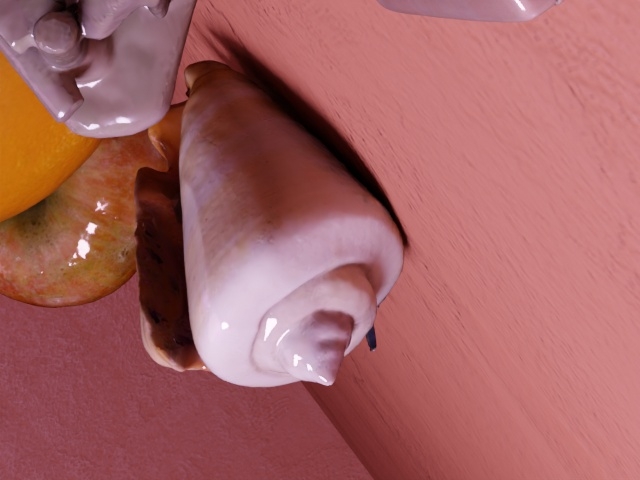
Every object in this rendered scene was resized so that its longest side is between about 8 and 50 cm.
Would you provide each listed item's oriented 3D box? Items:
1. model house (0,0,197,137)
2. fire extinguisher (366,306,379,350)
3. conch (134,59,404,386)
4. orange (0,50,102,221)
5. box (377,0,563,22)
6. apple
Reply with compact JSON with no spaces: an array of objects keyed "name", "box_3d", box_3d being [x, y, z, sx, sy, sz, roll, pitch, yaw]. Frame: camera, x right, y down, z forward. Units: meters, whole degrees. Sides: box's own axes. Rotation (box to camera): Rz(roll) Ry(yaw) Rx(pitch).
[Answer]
[{"name":"model house","box_3d":[-0.103,-0.156,0.522,0.229,0.122,0.188,56,171,-5]},{"name":"fire extinguisher","box_3d":[0.000,0.000,0.965,0.158,0.043,0.064,58,-158,-32]},{"name":"conch","box_3d":[-0.028,-0.007,0.844,0.127,0.158,0.255,16,-141,-25]},{"name":"orange","box_3d":[-0.327,-0.160,1.247,0.312,0.312,0.312,52,173,9]},{"name":"box","box_3d":[0.030,-0.084,0.393,0.048,0.025,0.115,54,173,-19]},{"name":"apple","box_3d":[-0.284,-0.083,1.555,0.250,0.277,0.309,-17,-86,-83]}]
